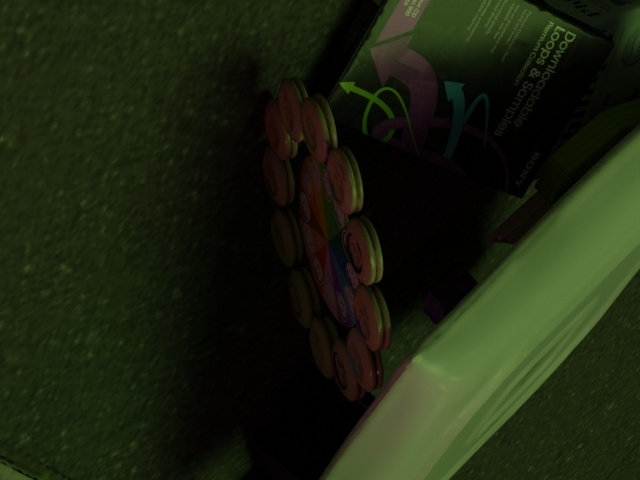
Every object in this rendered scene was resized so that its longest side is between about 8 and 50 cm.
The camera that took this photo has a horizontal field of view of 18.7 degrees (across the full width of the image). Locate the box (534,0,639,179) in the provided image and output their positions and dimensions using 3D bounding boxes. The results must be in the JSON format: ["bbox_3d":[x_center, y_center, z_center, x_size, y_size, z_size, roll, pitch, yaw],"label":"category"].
[{"bbox_3d":[0.161,-0.117,1.293,0.137,0.072,0.126,-23,141,-43],"label":"box"}]

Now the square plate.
[{"bbox_3d":[0.119,0.066,1.220,0.347,0.049,0.344,-40,167,-34],"label":"square plate"}]

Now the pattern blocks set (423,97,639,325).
[{"bbox_3d":[0.201,-0.049,1.333,0.325,0.026,0.285,-39,165,3],"label":"pattern blocks set"}]

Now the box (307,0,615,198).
[{"bbox_3d":[0.086,-0.101,1.163,0.162,0.029,0.116,19,108,-33],"label":"box"}]

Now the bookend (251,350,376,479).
[{"bbox_3d":[-0.025,0.184,1.369,0.157,0.072,0.156,-42,151,-18],"label":"bookend"}]

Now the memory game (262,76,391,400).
[{"bbox_3d":[0.000,0.000,1.082,0.012,0.186,0.186,-14,140,-16],"label":"memory game"}]
